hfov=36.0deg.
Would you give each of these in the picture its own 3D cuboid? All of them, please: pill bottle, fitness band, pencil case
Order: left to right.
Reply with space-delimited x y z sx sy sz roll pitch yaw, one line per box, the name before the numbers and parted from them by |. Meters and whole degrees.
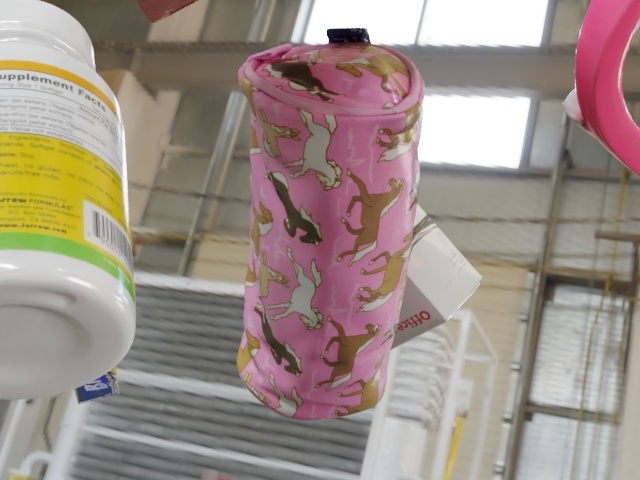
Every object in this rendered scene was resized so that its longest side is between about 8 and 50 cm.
pill bottle | -0.192 -0.037 0.626 0.136 0.246 0.136 -8 -37 -6
pencil case | 0.000 0.000 0.939 0.160 0.167 0.386 -5 -53 -11
fitness band | 0.295 -0.135 0.716 0.291 0.209 0.054 22 24 -40

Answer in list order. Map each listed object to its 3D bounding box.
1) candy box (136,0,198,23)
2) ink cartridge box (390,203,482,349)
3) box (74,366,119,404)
candy box | -0.009 -0.292 0.747 0.183 0.316 0.087 -16 -65 37
ink cartridge box | 0.059 0.018 1.182 0.219 0.092 0.160 48 -38 -4
box | -0.281 0.129 1.196 0.054 0.059 0.169 -13 -36 -16
